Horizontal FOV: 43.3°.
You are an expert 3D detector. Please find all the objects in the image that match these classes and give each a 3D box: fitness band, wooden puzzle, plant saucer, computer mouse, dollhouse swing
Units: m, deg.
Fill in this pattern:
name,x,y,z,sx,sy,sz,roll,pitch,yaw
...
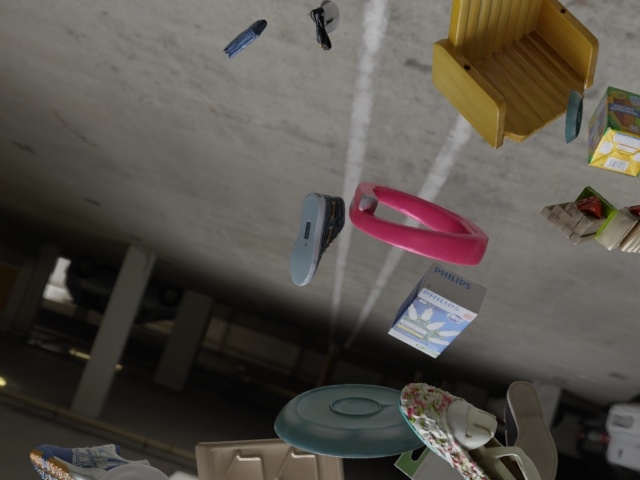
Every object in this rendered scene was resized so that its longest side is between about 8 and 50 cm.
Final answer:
name,x,y,z,sx,sy,sz,roll,pitch,yaw
fitness band,0.150,-0.031,1.253,0.209,0.054,0.291,17,-168,-4
wooden puzzle,-0.104,0.605,1.848,0.347,0.322,0.080,-4,-175,12
plant saucer,0.068,0.338,1.564,0.317,0.044,0.317,0,-172,0
computer mouse,0.019,-0.533,1.934,0.042,0.193,0.106,-8,122,16
dollhouse swing,0.464,-0.458,1.783,0.315,0.346,0.305,51,155,16
plant saucer,0.556,-0.270,1.762,0.021,0.119,0.119,8,170,24

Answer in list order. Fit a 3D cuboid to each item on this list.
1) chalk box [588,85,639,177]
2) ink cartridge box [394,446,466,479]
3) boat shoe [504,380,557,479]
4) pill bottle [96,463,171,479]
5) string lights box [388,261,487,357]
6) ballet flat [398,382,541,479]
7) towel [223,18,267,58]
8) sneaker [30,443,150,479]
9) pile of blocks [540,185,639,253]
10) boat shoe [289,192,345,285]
name,x,y,z,sx,sy,sz,roll,pitch,yaw
chalk box,0.754,-0.287,2.014,0.132,0.213,0.132,15,140,1
ink cartridge box,0.340,0.653,2.272,0.235,0.171,0.056,36,148,13
boat shoe,0.353,0.345,1.374,0.075,0.206,0.065,1,142,-2
pill bottle,-0.387,0.607,1.626,0.176,0.176,0.319,18,131,2
string lights box,0.260,0.161,1.828,0.133,0.077,0.260,27,148,2
ballet flat,0.198,0.250,0.961,0.241,0.091,0.077,46,129,-6
towel,-0.178,-0.480,1.910,0.029,0.067,0.119,45,137,-19
sneaker,-0.534,0.533,1.891,0.296,0.131,0.112,17,130,17
pile of blocks,0.656,-0.055,1.770,0.362,0.113,0.149,11,-145,-28
boat shoe,0.000,0.000,1.563,0.083,0.183,0.065,2,-164,-45
